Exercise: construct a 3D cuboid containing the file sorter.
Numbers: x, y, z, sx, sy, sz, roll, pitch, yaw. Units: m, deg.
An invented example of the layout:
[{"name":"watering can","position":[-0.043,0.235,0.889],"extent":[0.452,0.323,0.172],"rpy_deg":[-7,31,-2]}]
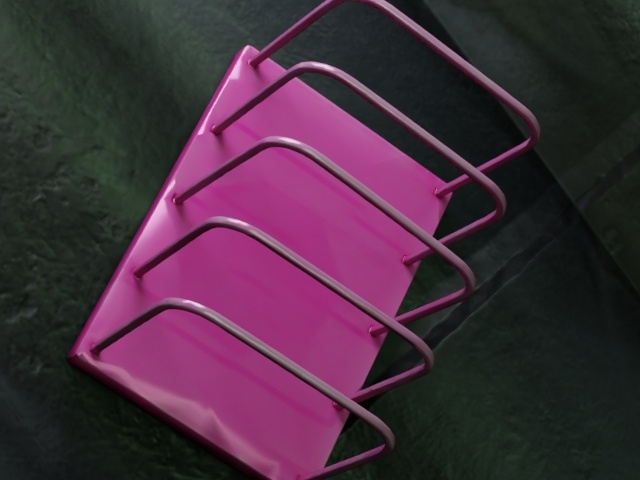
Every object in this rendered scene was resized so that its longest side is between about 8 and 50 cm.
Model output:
[{"name":"file sorter","position":[0.000,0.000,1.398],"extent":[0.202,0.182,0.290],"rpy_deg":[35,61,-15]}]
